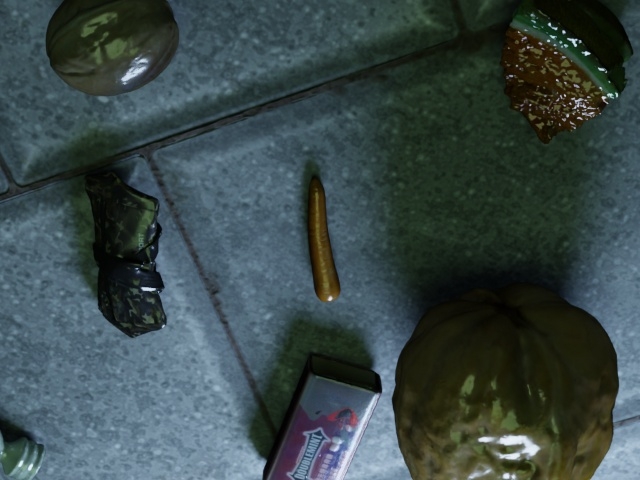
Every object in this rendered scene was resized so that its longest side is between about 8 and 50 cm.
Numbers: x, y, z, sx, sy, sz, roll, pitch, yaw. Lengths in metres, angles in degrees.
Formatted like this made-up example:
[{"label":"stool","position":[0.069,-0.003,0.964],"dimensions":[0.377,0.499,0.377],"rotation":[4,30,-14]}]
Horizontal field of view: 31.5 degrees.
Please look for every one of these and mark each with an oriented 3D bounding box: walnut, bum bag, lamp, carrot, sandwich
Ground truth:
[{"label":"walnut","position":[-0.254,-0.248,1.387],"dimensions":[0.162,0.140,0.140],"rotation":[-29,114,21]},{"label":"bum bag","position":[-0.264,0.024,1.559],"dimensions":[0.102,0.069,0.248],"rotation":[16,123,31]},{"label":"lamp","position":[-0.504,0.298,1.683],"dimensions":[0.193,0.106,0.106],"rotation":[27,114,-24]},{"label":"walnut","position":[0.250,0.234,1.560],"dimensions":[0.306,0.306,0.344],"rotation":[-1,124,-1]},{"label":"carrot","position":[0.000,0.000,1.571],"dimensions":[0.037,0.037,0.190],"rotation":[-7,115,3]},{"label":"sandwich","position":[0.288,-0.233,1.429],"dimensions":[0.185,0.109,0.160],"rotation":[35,131,-19]}]

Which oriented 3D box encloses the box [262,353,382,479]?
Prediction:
[{"label":"box","position":[0.001,0.285,1.697],"dimensions":[0.120,0.069,0.224],"rotation":[16,115,-8]}]
